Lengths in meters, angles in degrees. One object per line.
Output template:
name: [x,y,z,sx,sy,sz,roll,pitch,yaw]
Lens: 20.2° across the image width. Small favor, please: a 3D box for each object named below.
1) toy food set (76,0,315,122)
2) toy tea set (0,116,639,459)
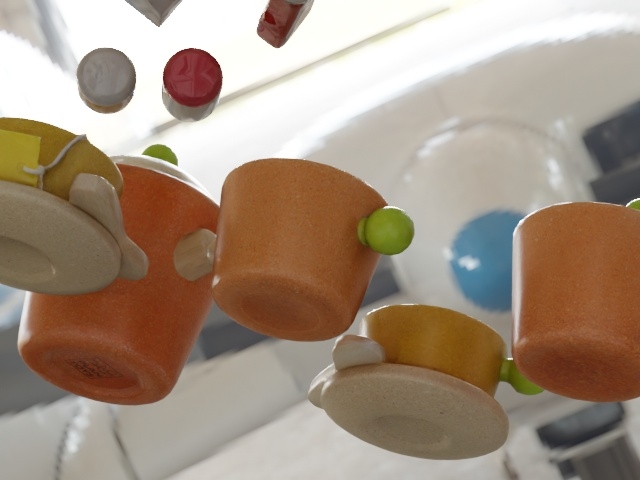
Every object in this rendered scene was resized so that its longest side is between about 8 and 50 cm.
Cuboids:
toy food set: [-0.062,-0.171,1.154,0.232,0.111,0.104,-51,0,-10]
toy tea set: [0.000,0.000,0.789,0.336,0.124,0.200,11,-28,7]
